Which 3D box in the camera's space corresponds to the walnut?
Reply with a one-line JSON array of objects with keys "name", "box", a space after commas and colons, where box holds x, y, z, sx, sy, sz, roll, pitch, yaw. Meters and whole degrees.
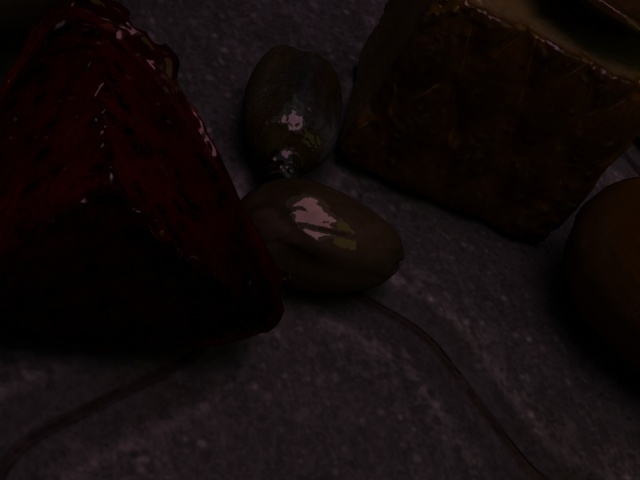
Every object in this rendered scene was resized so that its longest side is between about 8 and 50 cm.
[{"name": "walnut", "box": [0.394, 0.066, 1.252, 0.203, 0.203, 0.298, -26, 73, -39]}]

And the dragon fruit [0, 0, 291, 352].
[{"name": "dragon fruit", "box": [-0.213, -0.043, 1.062, 0.286, 0.228, 0.329, 37, 25, -48]}]

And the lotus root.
[{"name": "lotus root", "box": [-0.032, -0.132, 1.247, 0.113, 0.088, 0.192, 25, 48, -17]}]

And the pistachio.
[{"name": "pistachio", "box": [0.000, 0.000, 1.157, 0.186, 0.126, 0.108, 18, 92, -18]}]

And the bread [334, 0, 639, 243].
[{"name": "bread", "box": [0.200, -0.182, 1.282, 0.279, 0.279, 0.207, 21, 46, -10]}]

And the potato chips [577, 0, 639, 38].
[{"name": "potato chips", "box": [0.306, -0.275, 1.189, 0.208, 0.062, 0.195, 22, 52, -17]}]

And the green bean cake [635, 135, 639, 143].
[{"name": "green bean cake", "box": [0.528, -0.171, 1.560, 0.173, 0.094, 0.181, 31, 46, -2]}]

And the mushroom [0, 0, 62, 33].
[{"name": "mushroom", "box": [-0.331, -0.365, 1.154, 0.352, 0.260, 0.352, 21, 42, -21]}]
